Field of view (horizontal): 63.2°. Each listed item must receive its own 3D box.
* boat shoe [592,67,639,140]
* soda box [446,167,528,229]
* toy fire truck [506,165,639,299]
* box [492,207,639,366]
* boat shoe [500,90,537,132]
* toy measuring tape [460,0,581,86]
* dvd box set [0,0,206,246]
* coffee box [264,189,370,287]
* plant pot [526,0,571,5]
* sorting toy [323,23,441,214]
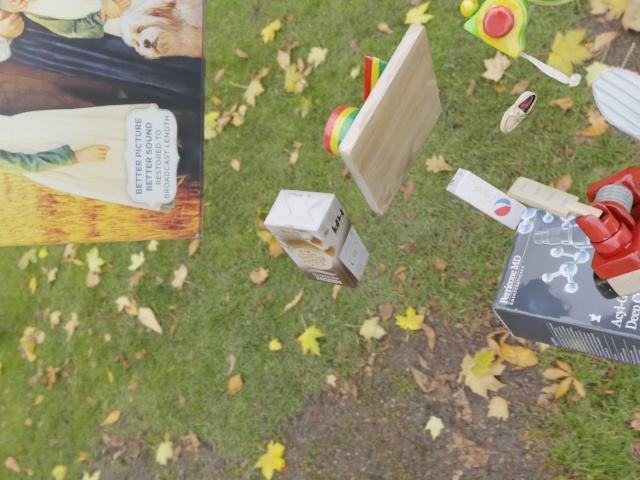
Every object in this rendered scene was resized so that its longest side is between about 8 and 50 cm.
[{"bbox_3d":[0.735,-0.266,1.162,0.109,0.094,0.302,-48,58,32],"label":"boat shoe"},{"bbox_3d":[0.466,-0.116,1.453,0.074,0.216,0.069,-59,14,10],"label":"soda box"},{"bbox_3d":[0.465,-0.051,0.873,0.158,0.246,0.217,-33,13,51],"label":"toy fire truck"},{"bbox_3d":[0.666,0.108,1.242,0.395,0.212,0.294,8,67,40],"label":"box"},{"bbox_3d":[0.575,-0.373,1.508,0.135,0.050,0.045,-58,12,10],"label":"boat shoe"},{"bbox_3d":[0.476,-0.483,1.199,0.330,0.121,0.121,34,101,10],"label":"toy measuring tape"},{"bbox_3d":[-0.299,-0.145,0.397,0.062,0.420,0.308,23,112,59],"label":"dvd box set"},{"bbox_3d":[0.000,0.000,1.180,0.141,0.246,0.098,8,61,32],"label":"coffee box"},{"bbox_3d":[0.523,-0.644,1.067,0.276,0.276,0.254,-49,7,19],"label":"plant pot"},{"bbox_3d":[0.113,-0.218,0.962,0.089,0.255,0.257,26,80,26],"label":"sorting toy"}]
